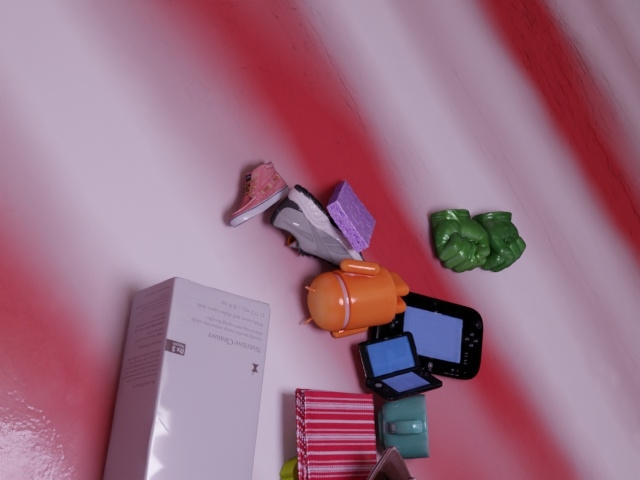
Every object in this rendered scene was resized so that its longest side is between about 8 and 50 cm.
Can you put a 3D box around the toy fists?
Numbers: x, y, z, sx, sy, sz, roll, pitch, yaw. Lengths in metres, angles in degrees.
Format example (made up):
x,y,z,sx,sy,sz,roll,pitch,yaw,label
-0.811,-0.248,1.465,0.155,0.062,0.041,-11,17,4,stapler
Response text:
x,y,z,sx,sy,sz,roll,pitch,yaw,label
0.379,0.003,2.304,0.279,0.096,0.142,1,75,-40,toy fists

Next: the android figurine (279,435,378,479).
x,y,z,sx,sy,sz,roll,pitch,yaw,label
0.026,0.471,1.882,0.273,0.056,0.248,-23,90,-43,android figurine

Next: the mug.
x,y,z,sx,sy,sz,roll,pitch,yaw,label
0.168,0.371,1.970,0.157,0.097,0.129,78,10,-46,mug

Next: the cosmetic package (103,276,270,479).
x,y,z,sx,sy,sz,roll,pitch,yaw,label
-0.228,0.281,1.673,0.217,0.156,0.385,19,62,-35,cosmetic package

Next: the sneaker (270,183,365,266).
x,y,z,sx,sy,sz,roll,pitch,yaw,label
0.000,0.000,2.009,0.108,0.100,0.271,-43,122,4,sneaker

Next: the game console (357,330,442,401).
x,y,z,sx,sy,sz,roll,pitch,yaw,label
0.165,0.258,1.997,0.144,0.124,0.085,-10,112,-31,game console

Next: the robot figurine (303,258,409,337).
x,y,z,sx,sy,sz,roll,pitch,yaw,label
0.068,0.116,1.972,0.219,0.158,0.128,-8,71,-22,robot figurine

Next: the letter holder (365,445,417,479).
x,y,z,sx,sy,sz,roll,pitch,yaw,label
0.176,0.555,1.807,0.214,0.152,0.302,-53,142,-32,letter holder

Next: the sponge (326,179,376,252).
x,y,z,sx,sy,sz,roll,pitch,yaw,label
0.066,-0.053,2.036,0.117,0.031,0.210,55,15,-9,sponge

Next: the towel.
x,y,z,sx,sy,sz,roll,pitch,yaw,label
0.038,0.423,1.851,0.199,0.031,0.274,12,66,-39,towel

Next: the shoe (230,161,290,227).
x,y,z,sx,sy,sz,roll,pitch,yaw,label
-0.136,-0.094,1.944,0.178,0.063,0.081,-38,98,-46,shoe

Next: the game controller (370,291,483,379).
x,y,z,sx,sy,sz,roll,pitch,yaw,label
0.239,0.209,2.137,0.319,0.067,0.166,15,66,-34,game controller
